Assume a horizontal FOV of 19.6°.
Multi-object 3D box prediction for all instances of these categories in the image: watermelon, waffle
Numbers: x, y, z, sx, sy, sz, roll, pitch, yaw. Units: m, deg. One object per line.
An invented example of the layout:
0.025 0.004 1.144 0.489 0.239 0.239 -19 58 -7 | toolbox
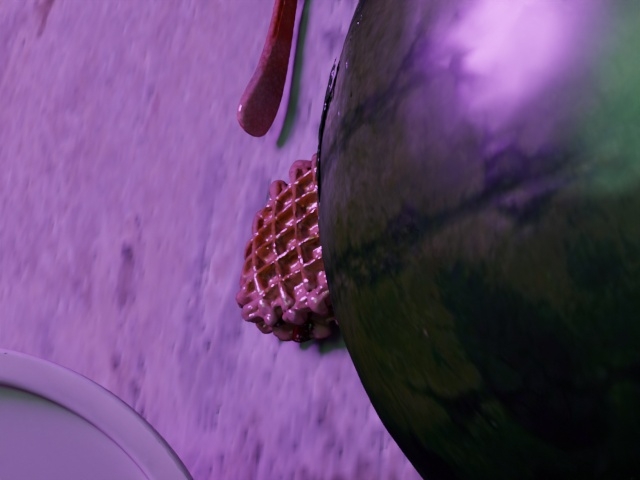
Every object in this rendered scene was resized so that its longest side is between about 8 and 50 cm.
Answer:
0.119 -0.018 0.462 0.242 0.242 0.242 -25 49 33 | watermelon
0.000 0.000 0.732 0.075 0.029 0.083 4 66 46 | waffle

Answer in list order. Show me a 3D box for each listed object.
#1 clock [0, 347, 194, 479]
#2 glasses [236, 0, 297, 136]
-0.127 0.137 0.648 0.068 0.197 0.197 96 -162 -79 | clock
0.068 -0.167 0.769 0.234 0.118 0.268 7 90 46 | glasses
